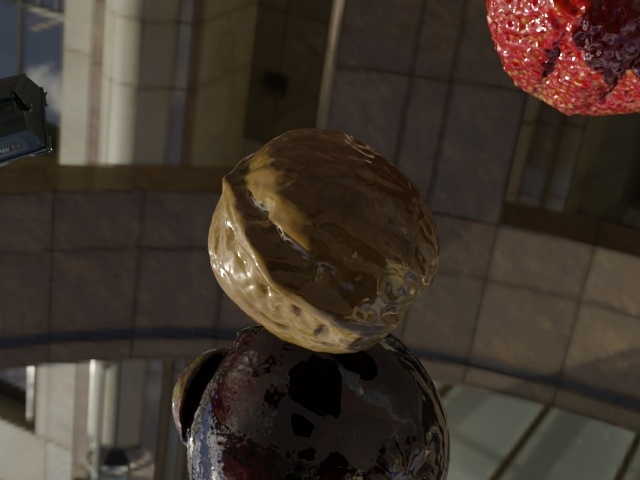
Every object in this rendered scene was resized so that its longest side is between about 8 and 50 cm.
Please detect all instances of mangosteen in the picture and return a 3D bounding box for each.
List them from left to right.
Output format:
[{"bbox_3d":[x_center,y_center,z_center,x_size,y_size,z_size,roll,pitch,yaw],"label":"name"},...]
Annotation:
[{"bbox_3d":[-0.023,0.219,1.319,0.307,0.306,0.347,-14,-159,-37],"label":"mangosteen"}]

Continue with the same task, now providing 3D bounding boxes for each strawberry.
[{"bbox_3d":[0.273,-0.251,1.166,0.239,0.288,0.250,7,-124,-19],"label":"strawberry"}]

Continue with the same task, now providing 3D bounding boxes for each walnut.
[{"bbox_3d":[0.000,0.000,1.065,0.213,0.213,0.213,7,-154,-3],"label":"walnut"}]

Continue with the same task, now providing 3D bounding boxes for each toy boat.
[{"bbox_3d":[-0.502,-0.126,1.568,0.296,0.122,0.114,-17,-124,7],"label":"toy boat"}]
